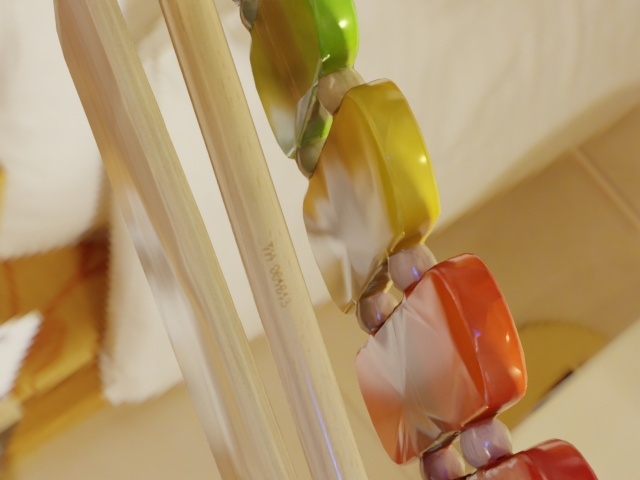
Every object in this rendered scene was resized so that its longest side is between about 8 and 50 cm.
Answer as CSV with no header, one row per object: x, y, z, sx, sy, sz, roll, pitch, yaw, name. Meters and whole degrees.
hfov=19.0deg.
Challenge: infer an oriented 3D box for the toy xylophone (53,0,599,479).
0.000,0.000,0.511,0.081,0.323,0.236,-20,179,-10,toy xylophone
